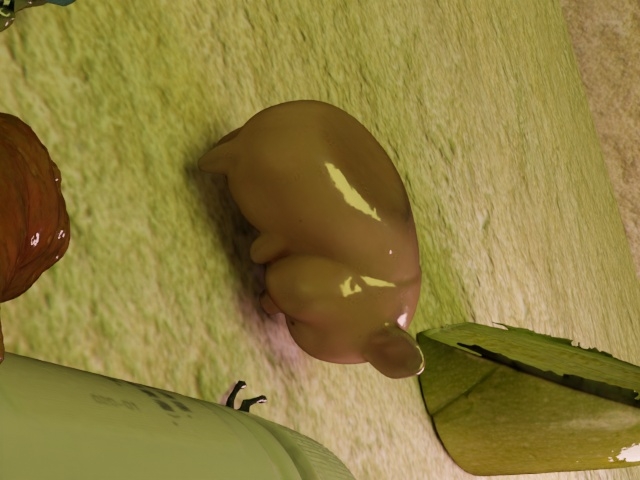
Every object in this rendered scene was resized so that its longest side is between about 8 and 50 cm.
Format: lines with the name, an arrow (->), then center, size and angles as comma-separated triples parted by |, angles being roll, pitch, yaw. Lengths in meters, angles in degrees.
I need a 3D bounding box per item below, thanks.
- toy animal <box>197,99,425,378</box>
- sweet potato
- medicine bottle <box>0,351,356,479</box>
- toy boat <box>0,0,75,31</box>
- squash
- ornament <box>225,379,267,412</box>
toy animal -> 0.008, -0.005, 0.863 | 0.166, 0.154, 0.250 | -60, 131, -65
sweet potato -> -0.169, -0.015, 0.469 | 0.106, 0.095, 0.354 | 56, -8, -11
medicine bottle -> -0.123, 0.163, 0.491 | 0.332, 0.190, 0.190 | 28, 51, -53
toy boat -> -0.225, -0.152, 0.562 | 0.084, 0.111, 0.276 | 63, 30, -16
squash -> 0.309, 0.168, 1.147 | 0.233, 0.309, 0.210 | 3, 72, -61
ornament -> -0.068, 0.168, 0.763 | 0.073, 0.028, 0.125 | 67, 27, -13
